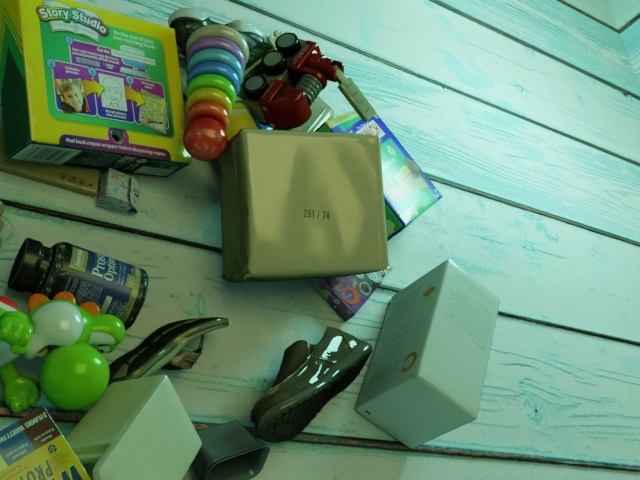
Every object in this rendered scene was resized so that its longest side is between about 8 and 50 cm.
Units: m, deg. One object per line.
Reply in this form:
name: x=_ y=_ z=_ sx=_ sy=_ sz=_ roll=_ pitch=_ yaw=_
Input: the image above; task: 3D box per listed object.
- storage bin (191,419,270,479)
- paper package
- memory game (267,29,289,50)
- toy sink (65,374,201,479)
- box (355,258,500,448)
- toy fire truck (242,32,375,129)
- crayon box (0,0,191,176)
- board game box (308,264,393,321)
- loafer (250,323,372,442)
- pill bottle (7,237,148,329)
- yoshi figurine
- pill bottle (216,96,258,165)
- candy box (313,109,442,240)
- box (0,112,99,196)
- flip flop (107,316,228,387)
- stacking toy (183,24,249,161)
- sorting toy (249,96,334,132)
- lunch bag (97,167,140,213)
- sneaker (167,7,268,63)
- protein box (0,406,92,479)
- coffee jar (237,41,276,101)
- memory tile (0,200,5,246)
storage bin: x=-0.176 y=0.388 z=1.489 sx=0.135 sy=0.098 sz=0.091 roll=-7 pitch=39 yaw=-41
paper package: x=-0.039 y=-0.071 z=1.743 sx=0.325 sy=0.168 sz=0.309 roll=-1 pitch=85 yaw=-26
memory game: x=-0.069 y=-0.456 z=2.109 sx=0.186 sy=0.012 sz=0.186 roll=30 pitch=46 yaw=-37
toy sink: x=-0.314 y=0.349 z=1.309 sx=0.152 sy=0.131 sz=0.234 roll=68 pitch=25 yaw=-22
box: x=0.243 y=0.247 z=1.823 sx=0.168 sy=0.215 sz=0.345 roll=37 pitch=45 yaw=-13
toy fire truck: x=-0.017 y=-0.335 z=1.895 sx=0.246 sy=0.158 sz=0.217 roll=21 pitch=64 yaw=27
crayon box: x=-0.448 y=-0.305 z=1.649 sx=0.363 sy=0.106 sz=0.313 roll=4 pitch=71 yaw=-47
board game box: x=0.000 y=0.000 z=1.922 sx=0.347 sy=0.056 sz=0.208 roll=47 pitch=48 yaw=-3
loafer: x=-0.037 y=0.280 z=1.661 sx=0.130 sy=0.133 sz=0.366 roll=35 pitch=30 yaw=18
pill bottle: x=-0.430 y=0.075 z=1.465 sx=0.219 sy=0.123 sz=0.122 roll=22 pitch=50 yaw=-26
yoshi figurine: x=-0.481 y=0.186 z=1.293 sx=0.362 sy=0.204 sz=0.203 roll=3 pitch=96 yaw=-31
pill bottle: x=-0.185 y=-0.211 z=1.863 sx=0.118 sy=0.117 sz=0.208 roll=-14 pitch=71 yaw=-44
candy box: x=0.129 y=-0.169 z=2.059 sx=0.317 sy=0.122 sz=0.268 roll=51 pitch=33 yaw=2
box: x=-0.534 y=-0.183 z=1.631 sx=0.201 sy=0.021 sz=0.164 roll=17 pitch=52 yaw=-30
flip flop: x=-0.277 y=0.213 z=1.519 sx=0.277 sy=0.112 sz=0.080 roll=-36 pitch=113 yaw=-49
stacking toy: x=-0.230 y=-0.300 z=1.748 sx=0.141 sy=0.141 sz=0.330 roll=21 pitch=50 yaw=-27
sorting toy: x=-0.070 y=-0.339 z=2.098 sx=0.196 sy=0.047 sz=0.347 roll=45 pitch=43 yaw=-11
lunch bag: x=-0.400 y=-0.097 z=1.659 sx=0.083 sy=0.053 sz=0.071 roll=24 pitch=50 yaw=-37
sneaker: x=-0.242 y=-0.460 z=2.008 sx=0.269 sy=0.101 sz=0.153 roll=8 pitch=63 yaw=-35
protein box: x=-0.434 y=0.385 z=1.190 sx=0.136 sy=0.201 sz=0.199 roll=-29 pitch=82 yaw=-46
coffee jar: x=-0.180 y=-0.388 z=1.964 sx=0.184 sy=0.096 sz=0.079 roll=-39 pitch=44 yaw=-23
memory tile: x=-0.636 y=-0.038 z=1.456 sx=0.148 sy=0.012 sz=0.113 roll=11 pitch=55 yaw=-33
